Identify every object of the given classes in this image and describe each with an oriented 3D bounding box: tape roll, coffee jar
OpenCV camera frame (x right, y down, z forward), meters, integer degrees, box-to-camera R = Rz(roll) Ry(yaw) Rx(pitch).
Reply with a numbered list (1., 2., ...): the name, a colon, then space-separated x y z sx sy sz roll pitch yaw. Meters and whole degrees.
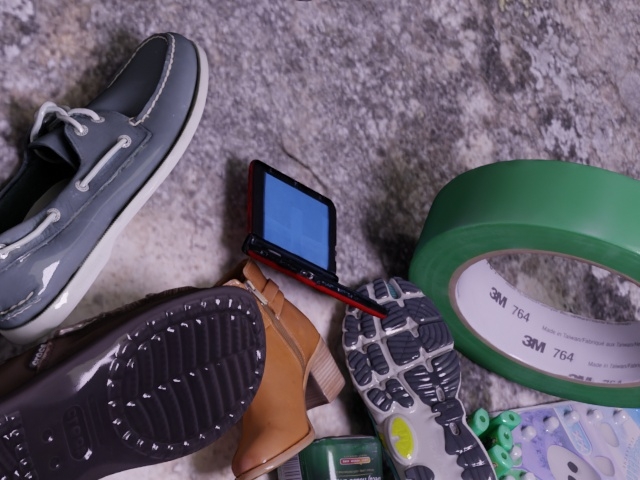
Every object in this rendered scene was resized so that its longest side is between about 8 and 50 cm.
1. tape roll: 0.247 0.048 1.709 0.321 0.321 0.077 39 56 -30
2. coffee jar: 0.014 0.270 1.608 0.096 0.079 0.184 2 79 -42

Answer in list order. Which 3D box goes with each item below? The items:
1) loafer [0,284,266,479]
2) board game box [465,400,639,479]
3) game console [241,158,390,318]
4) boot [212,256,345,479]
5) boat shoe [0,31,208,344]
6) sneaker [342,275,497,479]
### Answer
1. loafer: -0.197 0.118 1.403 0.366 0.130 0.134 -22 116 -40
2. board game box: 0.343 0.326 1.812 0.390 0.050 0.390 -3 59 -44
3. game console: 0.000 0.000 1.638 0.144 0.124 0.085 26 89 -51
4. boot: -0.065 0.115 1.571 0.152 0.073 0.197 55 31 -12
5. boat shoe: -0.197 -0.067 1.469 0.099 0.116 0.319 46 58 -30
6. sneaker: 0.083 0.168 1.688 0.107 0.110 0.275 -11 69 -13
